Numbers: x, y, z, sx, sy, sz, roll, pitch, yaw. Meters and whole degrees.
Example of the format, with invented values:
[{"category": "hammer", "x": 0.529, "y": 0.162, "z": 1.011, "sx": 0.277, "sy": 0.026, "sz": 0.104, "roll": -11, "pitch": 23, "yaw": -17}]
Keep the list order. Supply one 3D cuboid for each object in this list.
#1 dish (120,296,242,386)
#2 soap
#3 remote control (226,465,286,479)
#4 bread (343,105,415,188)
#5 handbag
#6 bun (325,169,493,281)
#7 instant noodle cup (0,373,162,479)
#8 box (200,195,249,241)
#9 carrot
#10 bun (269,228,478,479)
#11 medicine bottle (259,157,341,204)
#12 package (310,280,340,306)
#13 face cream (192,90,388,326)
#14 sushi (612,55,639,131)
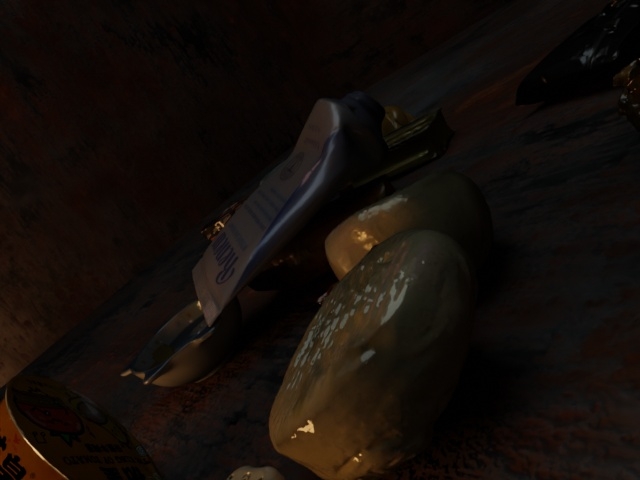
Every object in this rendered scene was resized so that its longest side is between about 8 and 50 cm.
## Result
[{"category": "dish", "x": -0.207, "y": 0.177, "z": 0.885, "sx": 0.228, "sy": 0.086, "sz": 0.236, "roll": -39, "pitch": 15, "yaw": -7}, {"category": "soap", "x": 0.168, "y": -0.192, "z": 1.192, "sx": 0.233, "sy": 0.076, "sz": 0.135, "roll": -25, "pitch": 18, "yaw": 36}, {"category": "remote control", "x": -0.079, "y": 0.250, "z": 0.470, "sx": 0.074, "sy": 0.032, "sz": 0.122, "roll": -21, "pitch": 21, "yaw": 46}, {"category": "bread", "x": 0.101, "y": -0.239, "z": 1.399, "sx": 0.311, "sy": 0.121, "sz": 0.173, "roll": -38, "pitch": 14, "yaw": -11}, {"category": "handbag", "x": 0.467, "y": -0.330, "z": 0.912, "sx": 0.254, "sy": 0.088, "sz": 0.211, "roll": -43, "pitch": 10, "yaw": -22}, {"category": "bun", "x": 0.109, "y": 0.005, "z": 0.621, "sx": 0.179, "sy": 0.127, "sz": 0.193, "roll": -29, "pitch": -3, "yaw": 23}, {"category": "instant noodle cup", "x": -0.305, "y": 0.278, "z": 0.591, "sx": 0.172, "sy": 0.216, "sz": 0.216, "roll": -49, "pitch": 17, "yaw": -9}, {"category": "box", "x": -0.204, "y": -0.015, "z": 1.379, "sx": 0.151, "sy": 0.135, "sz": 0.151, "roll": -32, "pitch": 13, "yaw": 8}, {"category": "carrot", "x": 0.000, "y": 0.000, "z": 0.922, "sx": 0.302, "sy": 0.114, "sz": 0.114, "roll": -26, "pitch": 18, "yaw": 24}, {"category": "bun", "x": 0.050, "y": 0.103, "z": 0.463, "sx": 0.237, "sy": 0.116, "sz": 0.210, "roll": -53, "pitch": 7, "yaw": 44}, {"category": "medicine bottle", "x": -0.029, "y": -0.088, "z": 1.131, "sx": 0.135, "sy": 0.168, "sz": 0.135, "roll": -35, "pitch": 14, "yaw": 10}, {"category": "package", "x": 0.029, "y": 0.071, "z": 0.776, "sx": 0.077, "sy": 0.033, "sz": 0.111, "roll": -52, "pitch": 14, "yaw": -18}, {"category": "face cream", "x": -0.053, "y": -0.065, "z": 0.879, "sx": 0.420, "sy": 0.137, "sz": 0.235, "roll": -49, "pitch": 27, "yaw": 1}, {"category": "sushi", "x": 0.334, "y": -0.111, "z": 0.471, "sx": 0.115, "sy": 0.147, "sz": 0.212, "roll": -36, "pitch": -4, "yaw": 27}]
